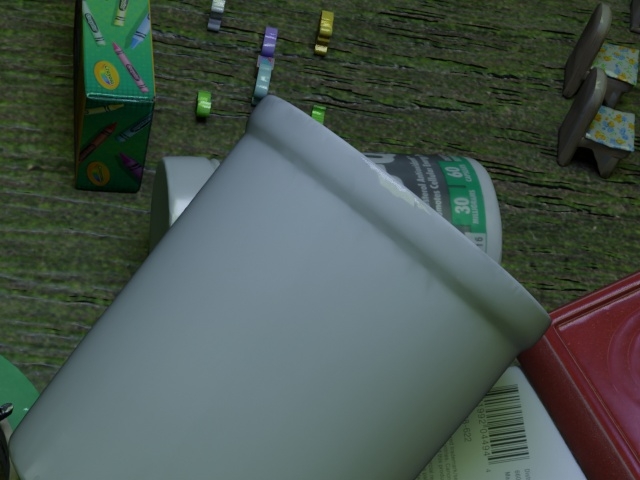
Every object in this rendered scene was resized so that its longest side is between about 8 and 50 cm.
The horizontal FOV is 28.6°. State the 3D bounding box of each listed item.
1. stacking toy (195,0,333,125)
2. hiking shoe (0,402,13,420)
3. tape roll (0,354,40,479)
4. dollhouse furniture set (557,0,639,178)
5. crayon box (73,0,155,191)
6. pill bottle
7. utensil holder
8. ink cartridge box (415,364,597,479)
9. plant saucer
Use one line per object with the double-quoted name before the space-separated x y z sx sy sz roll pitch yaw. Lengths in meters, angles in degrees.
"stacking toy" -0.071 -0.231 1.649 0.167 0.052 0.221 10 53 -8
"hiking shoe" -0.406 0.147 1.166 0.227 0.086 0.114 27 38 -2
"tape roll" -0.409 0.232 1.190 0.321 0.077 0.321 8 53 -10
"dollhouse furniture set" 0.548 -0.270 1.721 0.362 0.256 0.394 15 51 -4
"crayon box" -0.253 -0.218 1.515 0.081 0.165 0.278 2 54 -14
"pill bottle" 0.000 0.000 1.396 0.361 0.204 0.204 1 54 -15
"utensil holder" -0.040 0.120 1.132 0.327 0.327 0.385 39 90 14
"ink cartridge box" 0.270 0.265 1.210 0.384 0.160 0.279 -10 52 9
"plant saucer" 0.340 0.118 1.169 0.259 0.048 0.258 -24 50 -4
